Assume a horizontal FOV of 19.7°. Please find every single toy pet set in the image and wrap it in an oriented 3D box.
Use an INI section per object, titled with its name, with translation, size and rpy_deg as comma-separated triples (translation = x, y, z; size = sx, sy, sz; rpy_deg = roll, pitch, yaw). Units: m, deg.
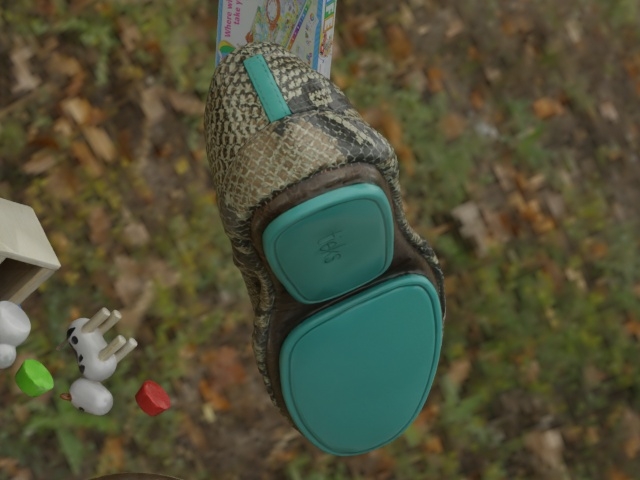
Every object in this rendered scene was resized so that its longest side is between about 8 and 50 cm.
[toy pet set]
translation = -0.141, 0.039, 0.766
size = 0.122, 0.065, 0.114
rpy_deg = 20, 33, -55

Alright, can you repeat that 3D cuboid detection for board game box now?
[board game box]
translation = -0.037, -0.209, 1.594
size = 0.026, 0.103, 0.154
rpy_deg = -41, 144, -51

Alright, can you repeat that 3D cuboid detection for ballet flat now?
[ballet flat]
translation = 0.000, 0.000, 1.422
size = 0.483, 0.164, 0.182
rpy_deg = 74, -7, -62

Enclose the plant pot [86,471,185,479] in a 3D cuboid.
[plant pot]
translation = -0.139, 0.289, 1.191
size = 0.215, 0.215, 0.230
rpy_deg = 60, 14, -7
